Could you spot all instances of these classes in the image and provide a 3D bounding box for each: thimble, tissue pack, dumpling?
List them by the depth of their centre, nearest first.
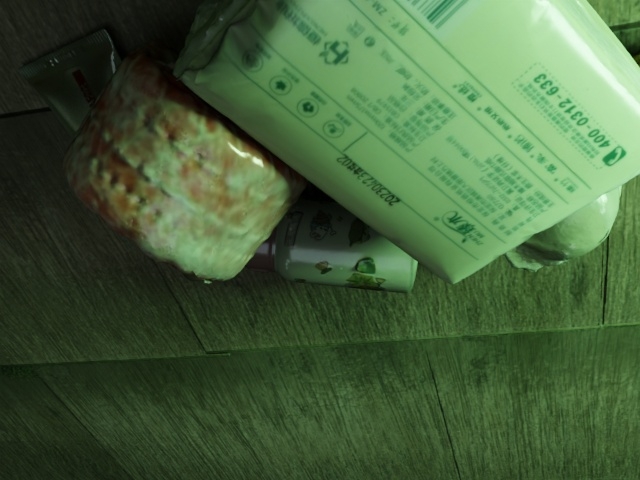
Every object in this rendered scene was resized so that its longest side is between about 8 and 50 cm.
[{"bbox_3d":[0.097,-0.166,0.690,0.380,0.207,0.297,38,124,-27],"label":"tissue pack"},{"bbox_3d":[-0.139,-0.088,0.761,0.239,0.239,0.162,34,105,-24],"label":"thimble"},{"bbox_3d":[0.283,-0.046,0.858,0.136,0.118,0.199,29,110,-22],"label":"dumpling"}]

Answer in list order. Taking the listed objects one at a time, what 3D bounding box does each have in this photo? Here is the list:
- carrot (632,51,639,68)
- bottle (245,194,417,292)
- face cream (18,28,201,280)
[{"bbox_3d":[0.412,-0.212,0.709,0.298,0.078,0.078,-24,127,36],"label":"carrot"},{"bbox_3d":[0.000,0.000,0.939,0.253,0.120,0.120,6,135,4],"label":"bottle"},{"bbox_3d":[-0.227,-0.095,0.910,0.137,0.084,0.341,-14,124,25],"label":"face cream"}]
